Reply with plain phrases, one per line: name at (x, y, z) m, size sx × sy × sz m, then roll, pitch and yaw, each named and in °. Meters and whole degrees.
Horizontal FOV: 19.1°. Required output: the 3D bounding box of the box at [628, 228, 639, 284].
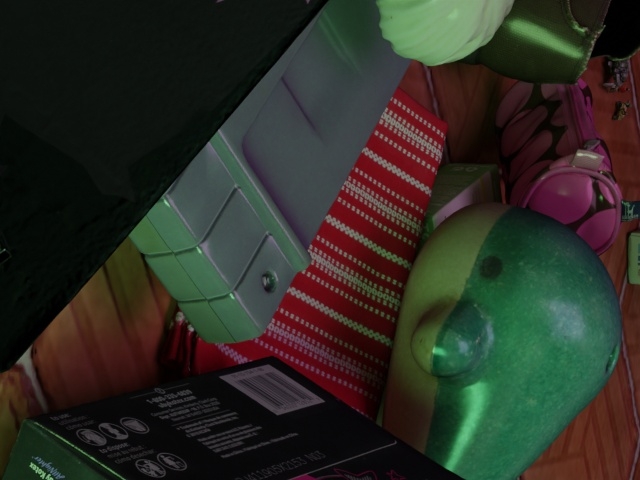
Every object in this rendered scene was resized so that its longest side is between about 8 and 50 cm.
box at (0.493, 0.010, 1.858) m, size 0.232 × 0.322 × 0.058 m, roll -19°, pitch 112°, yaw -58°

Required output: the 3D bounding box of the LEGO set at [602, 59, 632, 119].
LEGO set at (0.284, -0.154, 1.784) m, size 0.083 × 0.023 × 0.054 m, roll 59°, pitch 44°, yaw -43°

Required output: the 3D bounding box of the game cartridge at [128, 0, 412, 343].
game cartridge at (-0.037, -0.139, 1.162) m, size 0.230 × 0.068 × 0.355 m, roll 60°, pitch 40°, yaw -32°

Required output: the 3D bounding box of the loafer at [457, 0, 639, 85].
loafer at (0.240, -0.202, 1.571) m, size 0.366 × 0.130 × 0.134 m, roll -37°, pitch 152°, yaw -46°

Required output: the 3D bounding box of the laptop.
laptop at (-0.183, -0.228, 0.927) m, size 0.382 × 0.236 × 0.408 m, roll 47°, pitch 24°, yaw -37°

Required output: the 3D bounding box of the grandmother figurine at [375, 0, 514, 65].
grandmother figurine at (0.080, -0.274, 1.219) m, size 0.104 × 0.208 × 0.342 m, roll 124°, pitch -31°, yaw -68°

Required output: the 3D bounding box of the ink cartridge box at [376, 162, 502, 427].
ink cartridge box at (0.073, 0.058, 1.415) m, size 0.235 × 0.056 × 0.171 m, roll -37°, pitch 123°, yaw -55°

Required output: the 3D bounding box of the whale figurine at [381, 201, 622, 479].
whale figurine at (0.120, 0.110, 1.300) m, size 0.216 × 0.141 × 0.272 m, roll 62°, pitch 45°, yaw -62°

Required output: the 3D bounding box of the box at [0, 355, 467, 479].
box at (-0.058, 0.176, 1.064) m, size 0.247 × 0.163 × 0.142 m, roll -8°, pitch 125°, yaw -60°

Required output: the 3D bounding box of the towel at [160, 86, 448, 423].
towel at (0.000, 0.000, 1.270) m, size 0.199 × 0.031 × 0.275 m, roll 34°, pitch 62°, yaw -42°

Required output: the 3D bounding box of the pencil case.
pencil case at (0.187, -0.065, 1.486) m, size 0.209 × 0.095 × 0.098 m, roll -95°, pitch -172°, yaw -63°
